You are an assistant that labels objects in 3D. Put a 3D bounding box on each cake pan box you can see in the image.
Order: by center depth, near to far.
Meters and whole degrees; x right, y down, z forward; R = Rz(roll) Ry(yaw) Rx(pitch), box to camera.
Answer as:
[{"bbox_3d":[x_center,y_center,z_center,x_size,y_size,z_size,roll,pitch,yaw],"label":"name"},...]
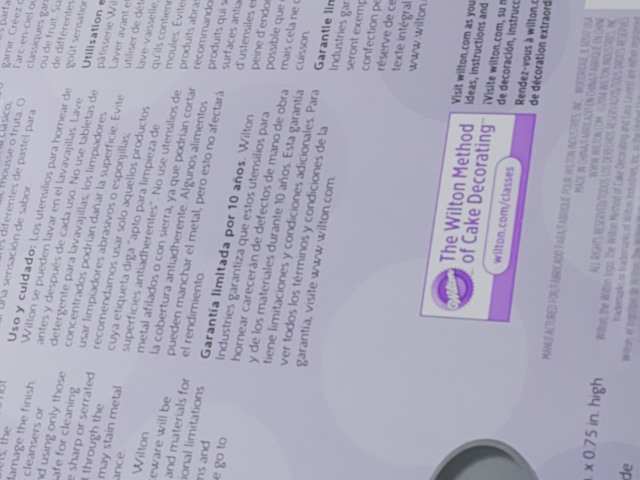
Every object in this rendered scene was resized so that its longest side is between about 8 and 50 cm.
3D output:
[{"bbox_3d":[0.000,0.000,0.420,0.070,0.246,0.267,46,-131,-64],"label":"cake pan box"}]
